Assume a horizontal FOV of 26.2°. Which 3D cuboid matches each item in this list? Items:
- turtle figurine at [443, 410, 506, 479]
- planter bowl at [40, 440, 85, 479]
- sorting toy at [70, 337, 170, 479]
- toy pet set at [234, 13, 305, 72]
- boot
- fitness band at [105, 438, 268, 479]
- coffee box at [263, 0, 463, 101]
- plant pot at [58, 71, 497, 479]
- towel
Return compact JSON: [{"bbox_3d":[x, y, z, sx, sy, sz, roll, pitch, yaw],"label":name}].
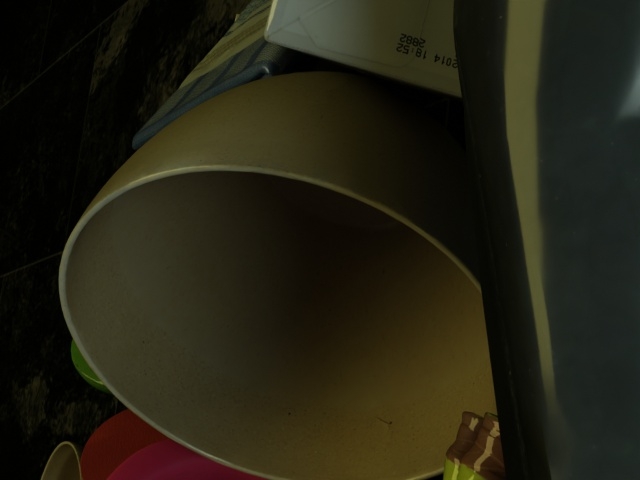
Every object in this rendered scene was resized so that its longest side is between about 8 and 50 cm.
[{"bbox_3d":[0.059,0.205,0.782,0.217,0.087,0.269,-62,-15,-7],"label":"turtle figurine"},{"bbox_3d":[-0.210,0.283,1.343,0.162,0.109,0.162,-37,47,53],"label":"planter bowl"},{"bbox_3d":[-0.159,0.150,1.292,0.365,0.127,0.126,-106,8,-51],"label":"sorting toy"},{"bbox_3d":[-0.040,-0.185,1.293,0.114,0.065,0.122,29,-104,-80],"label":"toy pet set"},{"bbox_3d":[0.228,-0.057,0.483,0.146,0.367,0.445,27,-126,-78],"label":"boot"},{"bbox_3d":[-0.070,0.240,0.915,0.291,0.209,0.054,-68,-5,-59],"label":"fitness band"},{"bbox_3d":[0.068,-0.143,0.776,0.297,0.168,0.118,-92,17,-83],"label":"coffee box"},{"bbox_3d":[0.000,0.000,0.894,0.284,0.284,0.191,-50,14,45],"label":"plant pot"},{"bbox_3d":[-0.018,-0.181,1.072,0.209,0.034,0.285,-23,25,52],"label":"towel"}]
